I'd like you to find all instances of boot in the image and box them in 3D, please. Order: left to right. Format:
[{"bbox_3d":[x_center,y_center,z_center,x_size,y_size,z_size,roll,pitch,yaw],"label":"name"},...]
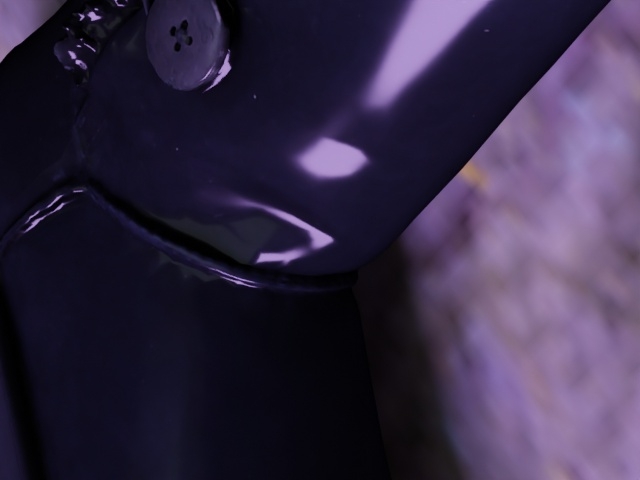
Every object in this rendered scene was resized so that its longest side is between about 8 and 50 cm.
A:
[{"bbox_3d":[0.000,0.000,0.401,0.207,0.094,0.246,-48,58,36],"label":"boot"}]
